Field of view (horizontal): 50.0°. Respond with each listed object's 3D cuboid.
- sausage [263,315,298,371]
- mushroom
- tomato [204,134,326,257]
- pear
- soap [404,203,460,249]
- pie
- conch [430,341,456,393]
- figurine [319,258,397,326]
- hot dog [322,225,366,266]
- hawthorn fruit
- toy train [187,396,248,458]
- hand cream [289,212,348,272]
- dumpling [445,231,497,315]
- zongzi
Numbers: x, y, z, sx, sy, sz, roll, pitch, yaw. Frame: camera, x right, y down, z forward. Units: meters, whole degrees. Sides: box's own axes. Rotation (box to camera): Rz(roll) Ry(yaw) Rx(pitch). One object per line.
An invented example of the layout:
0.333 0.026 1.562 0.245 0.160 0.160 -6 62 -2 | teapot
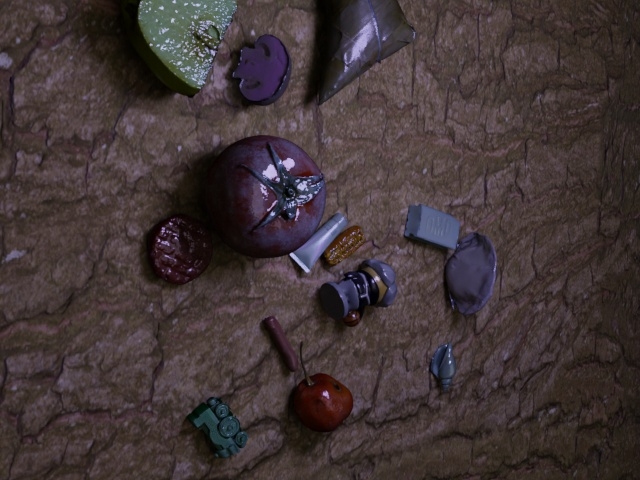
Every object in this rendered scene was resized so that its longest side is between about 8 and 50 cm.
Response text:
-0.108 0.292 1.950 0.043 0.043 0.186 -37 113 -30 | sausage
-0.145 -0.444 1.841 0.117 0.141 0.188 42 65 -68 | mushroom
-0.140 -0.109 1.754 0.317 0.283 0.316 1 89 -36 | tomato
-0.362 -0.505 1.644 0.293 0.159 0.292 1 88 -38 | pear
0.375 -0.043 2.289 0.199 0.063 0.114 16 81 -37 | soap
-0.356 0.022 1.744 0.183 0.050 0.182 -4 96 -36 | pie
0.423 0.438 2.361 0.065 0.088 0.180 40 52 -79 | conch
0.127 0.156 2.070 0.236 0.133 0.175 -23 115 -32 | figurine
0.070 0.017 2.070 0.165 0.045 0.071 -37 115 -30 | hot dog
-0.021 0.419 1.955 0.165 0.165 0.285 -44 119 -27 | hawthorn fruit
-0.267 0.500 1.826 0.105 0.071 0.178 -38 113 -21 | toy train
0.000 0.000 2.015 0.078 0.050 0.205 47 67 -7 | hand cream
0.537 0.116 2.336 0.163 0.205 0.292 22 70 -48 | dumpling
0.051 -0.631 1.952 0.393 0.174 0.356 -41 111 -22 | zongzi
